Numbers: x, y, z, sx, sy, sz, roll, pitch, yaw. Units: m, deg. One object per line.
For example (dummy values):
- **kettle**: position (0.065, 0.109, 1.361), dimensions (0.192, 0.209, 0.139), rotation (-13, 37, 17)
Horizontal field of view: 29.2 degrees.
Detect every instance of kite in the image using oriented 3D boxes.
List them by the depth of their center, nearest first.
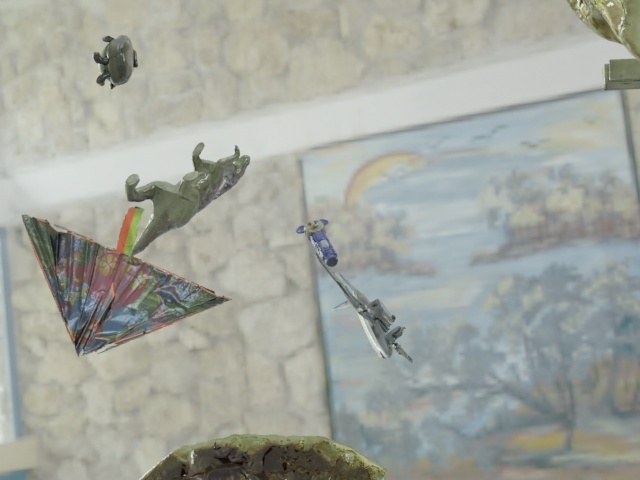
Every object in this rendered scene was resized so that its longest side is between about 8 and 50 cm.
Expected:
- **kite**: position (-0.213, 0.046, 1.308), dimensions (0.241, 0.183, 0.014), rotation (18, -27, -11)

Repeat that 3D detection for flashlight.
- **flashlight**: position (0.000, 0.000, 2.005), dimensions (0.057, 0.035, 0.121), rotation (-18, 37, -8)

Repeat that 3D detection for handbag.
- **handbag**: position (-0.273, -0.243, 1.655), dimensions (0.047, 0.072, 0.111), rotation (-3, 23, 3)

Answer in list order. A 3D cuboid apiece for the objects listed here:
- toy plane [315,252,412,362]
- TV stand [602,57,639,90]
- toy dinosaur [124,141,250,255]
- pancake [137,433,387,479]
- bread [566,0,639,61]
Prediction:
- **toy plane**: position (0.070, 0.110, 1.701), dimensions (0.058, 0.226, 0.226), rotation (-43, 22, -3)
- **TV stand**: position (0.556, -0.256, 1.865), dimensions (0.249, 0.036, 0.042), rotation (-1, -17, 12)
- **toy dinosaur**: position (-0.228, -0.085, 2.137), dimensions (0.294, 0.077, 0.162), rotation (-28, -30, -25)
- **pancake**: position (-0.104, 0.384, 1.502), dimensions (0.426, 0.305, 0.067), rotation (-37, -21, 1)
- **bread**: position (0.308, -0.264, 1.034), dimensions (0.238, 0.196, 0.252), rotation (-20, 24, 9)
